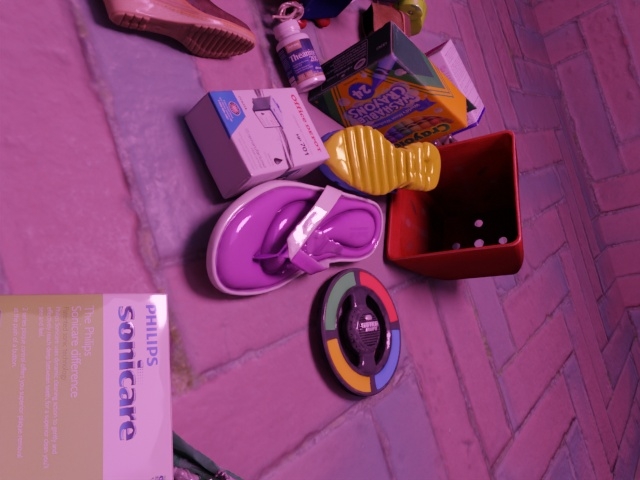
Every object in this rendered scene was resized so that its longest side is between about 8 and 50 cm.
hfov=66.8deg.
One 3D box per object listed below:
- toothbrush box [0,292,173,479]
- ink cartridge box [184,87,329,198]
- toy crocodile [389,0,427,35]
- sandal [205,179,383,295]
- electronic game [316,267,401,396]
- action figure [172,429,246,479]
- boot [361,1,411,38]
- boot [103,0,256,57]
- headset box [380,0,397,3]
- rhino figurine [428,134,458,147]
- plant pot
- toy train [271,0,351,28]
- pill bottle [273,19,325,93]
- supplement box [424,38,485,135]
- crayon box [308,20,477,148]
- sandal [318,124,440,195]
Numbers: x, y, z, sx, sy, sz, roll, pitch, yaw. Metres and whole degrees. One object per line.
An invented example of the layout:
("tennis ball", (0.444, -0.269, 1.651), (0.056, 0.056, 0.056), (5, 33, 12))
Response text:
("toothbrush box", (-0.279, 0.154, 0.398), (0.283, 0.122, 0.206), (3, 75, -35))
("ink cartridge box", (-0.094, -0.159, 0.764), (0.190, 0.082, 0.140), (-25, 87, -48))
("toy crocodile", (0.178, -0.637, 1.180), (0.340, 0.105, 0.115), (28, 69, -50))
("sandal", (0.000, -0.015, 0.782), (0.416, 0.102, 0.170), (-15, 109, -50))
("electronic game", (0.075, 0.163, 0.879), (0.229, 0.048, 0.229), (18, 64, -43))
("action figure", (-0.142, 0.312, 0.575), (0.232, 0.063, 0.137), (40, 60, -29))
("boot", (0.156, -0.432, 1.141), (0.115, 0.112, 0.305), (13, 59, -33))
("boot", (-0.209, -0.397, 0.719), (0.248, 0.090, 0.207), (-2, 81, -45))
("headset box", (0.028, -0.585, 0.902), (0.283, 0.131, 0.246), (-21, 69, -45))
("rhino figurine", (0.286, -0.250, 1.206), (0.106, 0.073, 0.243), (57, 29, -17))
("plant pot", (0.323, -0.042, 1.085), (0.236, 0.267, 0.267), (42, 48, -48))
("toy train", (-0.048, -0.498, 0.934), (0.248, 0.105, 0.143), (-34, 92, -48))
("pill bottle", (-0.042, -0.342, 0.903), (0.067, 0.067, 0.120), (-31, 100, -48))
("supplement box", (0.343, -0.409, 1.322), (0.220, 0.111, 0.114), (55, 44, -21))
("crayon box", (0.160, -0.281, 1.004), (0.323, 0.203, 0.083), (23, 61, -42))
("sandal", (0.100, -0.143, 0.949), (0.317, 0.138, 0.126), (4, 89, -45))
